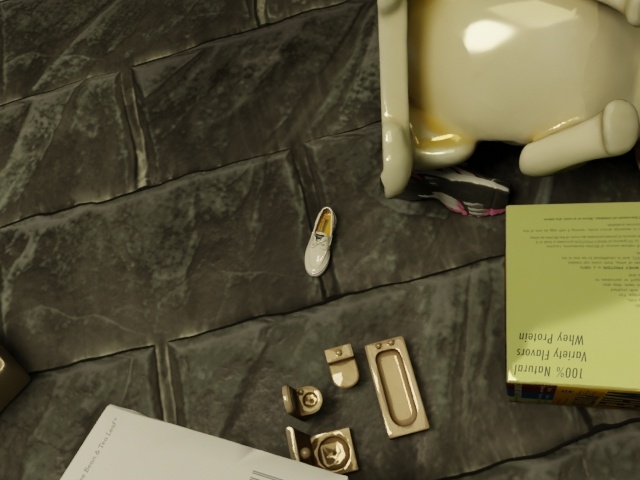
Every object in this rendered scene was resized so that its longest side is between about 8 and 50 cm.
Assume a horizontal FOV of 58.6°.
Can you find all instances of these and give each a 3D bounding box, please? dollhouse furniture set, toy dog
[{"bbox_3d":[0.040,0.186,0.652,0.151,0.123,0.144,-15,66,2],"label":"dollhouse furniture set"},{"bbox_3d":[0.277,-0.203,0.691,0.408,0.395,0.284,-1,98,9],"label":"toy dog"}]

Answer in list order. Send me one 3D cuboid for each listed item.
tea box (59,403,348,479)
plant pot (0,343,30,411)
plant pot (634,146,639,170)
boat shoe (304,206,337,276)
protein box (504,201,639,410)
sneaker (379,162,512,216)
[{"bbox_3d":[-0.118,0.372,0.441,0.220,0.323,0.329,12,47,13],"label":"tea box"},{"bbox_3d":[-0.455,0.179,0.748,0.109,0.096,0.109,37,77,20],"label":"plant pot"},{"bbox_3d":[0.536,-0.111,0.751,0.237,0.032,0.236,-3,66,7],"label":"plant pot"},{"bbox_3d":[0.000,0.000,0.786,0.035,0.035,0.100,13,70,14],"label":"boat shoe"},{"bbox_3d":[0.310,0.076,0.635,0.200,0.136,0.201,-1,67,19],"label":"protein box"},{"bbox_3d":[0.176,-0.093,0.781,0.178,0.072,0.077,16,60,9],"label":"sneaker"}]
